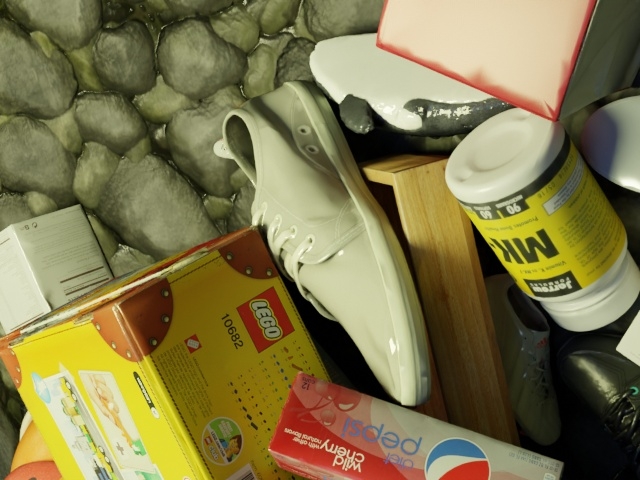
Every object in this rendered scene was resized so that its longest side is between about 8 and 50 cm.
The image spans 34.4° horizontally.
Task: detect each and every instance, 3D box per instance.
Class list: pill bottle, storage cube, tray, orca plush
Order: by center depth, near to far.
[{"bbox_3d":[0.195,-0.240,0.938,0.193,0.183,0.215,28,121,27],"label":"storage cube"},{"bbox_3d":[0.220,-0.016,0.993,0.119,0.119,0.208,-12,129,41],"label":"pill bottle"},{"bbox_3d":[0.124,-0.157,1.115,0.287,0.102,0.151,1,62,29],"label":"orca plush"},{"bbox_3d":[0.132,0.112,1.121,0.203,0.076,0.411,-152,46,-77],"label":"tray"}]

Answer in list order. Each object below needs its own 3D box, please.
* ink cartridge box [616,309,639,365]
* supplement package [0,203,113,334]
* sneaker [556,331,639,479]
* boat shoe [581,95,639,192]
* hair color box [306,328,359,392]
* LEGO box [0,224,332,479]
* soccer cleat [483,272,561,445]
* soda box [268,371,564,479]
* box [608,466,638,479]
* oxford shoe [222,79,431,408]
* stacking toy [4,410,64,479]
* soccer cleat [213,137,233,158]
[{"bbox_3d":[0.358,0.034,0.955,0.061,0.104,0.181,37,125,23],"label":"ink cartridge box"},{"bbox_3d":[-0.402,0.091,1.578,0.139,0.134,0.244,-24,90,42],"label":"supplement package"},{"bbox_3d":[0.341,0.188,1.025,0.267,0.106,0.101,37,127,25],"label":"sneaker"},{"bbox_3d":[0.365,-0.071,0.923,0.258,0.084,0.095,14,90,33],"label":"boat shoe"},{"bbox_3d":[-0.064,0.221,1.362,0.374,0.113,0.185,49,131,15],"label":"hair color box"},{"bbox_3d":[-0.127,0.276,1.190,0.372,0.193,0.500,-18,100,53],"label":"LEGO box"},{"bbox_3d":[0.224,0.129,1.127,0.076,0.068,0.196,-24,87,39],"label":"soccer cleat"},{"bbox_3d":[0.088,0.213,0.981,0.263,0.083,0.092,17,159,12],"label":"soda box"},{"bbox_3d":[0.315,0.456,1.089,0.294,0.182,0.296,44,127,17],"label":"box"},{"bbox_3d":[0.000,0.000,1.101,0.169,0.130,0.449,89,161,-49],"label":"oxford shoe"},{"bbox_3d":[-0.365,0.459,1.417,0.350,0.480,0.351,10,123,16],"label":"stacking toy"},{"bbox_3d":[-0.111,-0.118,1.330,0.083,0.035,0.029,6,109,38],"label":"soccer cleat"}]
